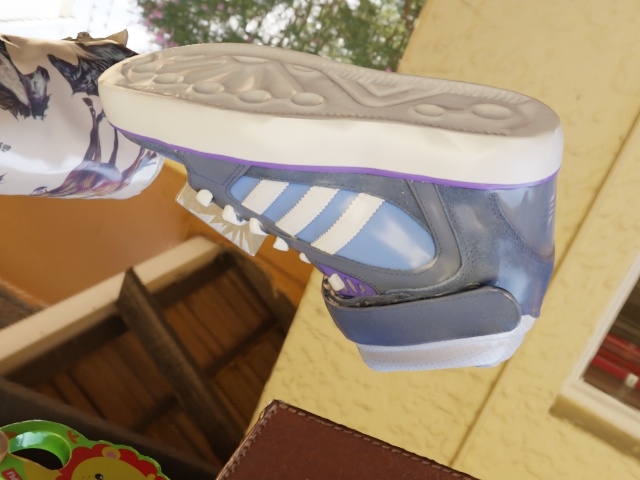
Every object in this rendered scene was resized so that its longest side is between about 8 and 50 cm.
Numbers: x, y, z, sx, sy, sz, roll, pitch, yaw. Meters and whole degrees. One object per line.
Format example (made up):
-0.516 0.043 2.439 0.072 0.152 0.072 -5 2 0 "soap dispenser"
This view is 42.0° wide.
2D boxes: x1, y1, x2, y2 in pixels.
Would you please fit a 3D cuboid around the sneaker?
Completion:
0.000 0.000 0.597 0.322 0.236 0.130 10 -147 12 "sneaker"

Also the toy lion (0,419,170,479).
-0.129 0.131 0.443 0.100 0.034 0.096 38 -155 24 "toy lion"

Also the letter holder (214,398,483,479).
0.060 0.240 0.368 0.301 0.152 0.214 18 -142 20 "letter holder"

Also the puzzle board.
-0.062 -0.064 0.747 0.096 0.128 0.011 39 165 -35 "puzzle board"

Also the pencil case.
-0.339 -0.135 0.773 0.410 0.159 0.184 -1 -108 -53 "pencil case"
